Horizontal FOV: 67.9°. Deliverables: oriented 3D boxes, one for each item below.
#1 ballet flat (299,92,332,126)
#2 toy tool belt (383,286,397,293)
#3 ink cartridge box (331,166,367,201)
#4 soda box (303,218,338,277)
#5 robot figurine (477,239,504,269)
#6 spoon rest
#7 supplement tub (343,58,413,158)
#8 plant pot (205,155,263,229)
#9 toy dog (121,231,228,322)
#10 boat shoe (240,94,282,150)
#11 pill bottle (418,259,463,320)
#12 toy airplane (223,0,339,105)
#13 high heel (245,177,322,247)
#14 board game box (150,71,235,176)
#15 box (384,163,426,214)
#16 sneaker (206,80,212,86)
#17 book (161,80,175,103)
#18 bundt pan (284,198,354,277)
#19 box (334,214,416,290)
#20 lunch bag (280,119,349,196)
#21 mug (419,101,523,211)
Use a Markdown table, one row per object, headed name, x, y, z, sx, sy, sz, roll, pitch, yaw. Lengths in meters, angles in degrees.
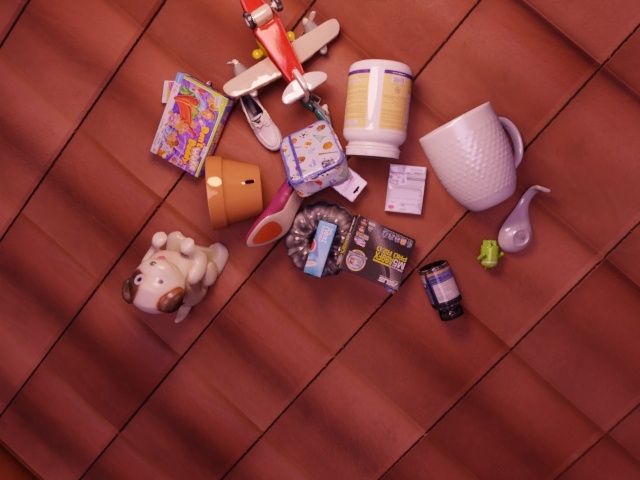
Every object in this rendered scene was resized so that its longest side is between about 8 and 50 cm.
| name | x | y | z | sx | sy | sz | roll | pitch | yaw |
| --- | --- | --- | --- | --- | --- | --- | --- | --- | --- |
| ballet flat | -0.010 | -0.532 | 1.889 | 0.188 | 0.070 | 0.070 | 44 | 101 | -2 |
| toy tool belt | 0.281 | 0.185 | 1.931 | 0.052 | 0.051 | 0.083 | -27 | 92 | 11 |
| ink cartridge box | 0.089 | -0.247 | 1.904 | 0.181 | 0.061 | 0.104 | 39 | 100 | 3 |
| soda box | 0.003 | 0.029 | 1.824 | 0.071 | 0.067 | 0.210 | 19 | 99 | 6 |
| robot figurine | 0.657 | 0.056 | 1.849 | 0.101 | 0.067 | 0.115 | -2 | 96 | -23 |
| spoon rest | 0.772 | -0.081 | 1.812 | 0.137 | 0.084 | 0.277 | 16 | 108 | -14 |
| supplement tub | 0.209 | -0.476 | 1.768 | 0.240 | 0.241 | 0.332 | 7 | 98 | 8 |
| plant pot | -0.335 | -0.196 | 1.883 | 0.203 | 0.291 | 0.291 | -6 | 96 | -7 |
| toy dog | -0.603 | 0.153 | 1.884 | 0.284 | 0.408 | 0.396 | 23 | 99 | 6 |
| boat shoe | -0.243 | -0.484 | 1.915 | 0.096 | 0.088 | 0.268 | -25 | 92 | 11 |
| pill bottle | 0.479 | 0.198 | 1.866 | 0.122 | 0.123 | 0.219 | -21 | 94 | 11 |
| toy airplane | -0.147 | -0.693 | 1.797 | 0.385 | 0.272 | 0.385 | 10 | 100 | -15 |
| high heel | -0.168 | -0.129 | 1.883 | 0.377 | 0.181 | 0.127 | -39 | 132 | -7 |
| board game box | -0.523 | -0.469 | 1.939 | 0.233 | 0.078 | 0.347 | 29 | 109 | 4 |
| box | 0.336 | -0.203 | 1.884 | 0.145 | 0.038 | 0.186 | 6 | 97 | 8 |
| sneaker | -0.456 | -0.593 | 1.961 | 0.057 | 0.047 | 0.120 | 15 | 107 | 1 |
| book | -0.583 | -0.614 | 1.982 | 0.144 | 0.035 | 0.096 | 7 | 95 | 8 |
| bundt pan | 0.000 | 0.000 | 1.918 | 0.330 | 0.124 | 0.331 | 1 | 97 | 10 |
| box | 0.216 | 0.049 | 1.849 | 0.269 | 0.060 | 0.216 | 23 | 84 | -17 |
| lunch bag | -0.032 | -0.310 | 1.810 | 0.243 | 0.304 | 0.115 | -22 | 137 | 7 |
| mug | 0.592 | -0.309 | 1.737 | 0.374 | 0.276 | 0.328 | -31 | 98 | -19 |
